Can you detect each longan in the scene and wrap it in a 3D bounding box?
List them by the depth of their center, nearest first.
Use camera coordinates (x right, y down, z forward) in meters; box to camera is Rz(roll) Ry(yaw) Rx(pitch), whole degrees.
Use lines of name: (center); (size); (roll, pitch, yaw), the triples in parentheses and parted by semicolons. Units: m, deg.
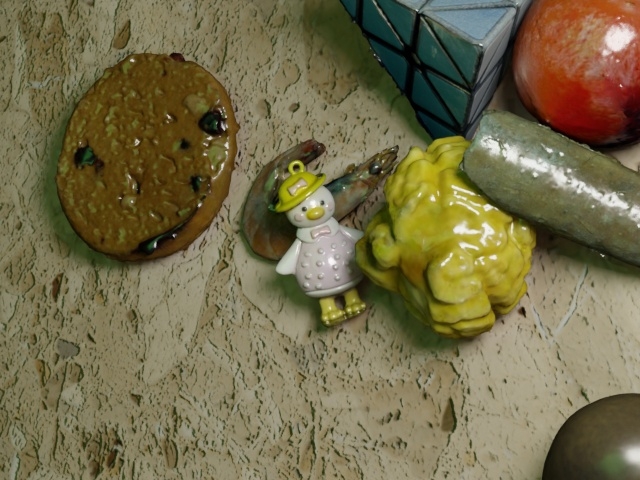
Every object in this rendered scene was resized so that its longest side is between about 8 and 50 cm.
longan: (0.319, 0.245, 1.523); (0.187, 0.167, 0.167); (-45, 56, 36)

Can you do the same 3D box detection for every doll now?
doll: (0.000, 0.000, 1.790); (0.129, 0.081, 0.207); (-20, 99, -6)

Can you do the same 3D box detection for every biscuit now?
biscuit: (-0.234, -0.112, 1.992); (0.296, 0.075, 0.296); (-6, 76, 24)

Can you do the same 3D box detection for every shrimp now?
shrimp: (-0.005, -0.072, 1.862); (0.251, 0.052, 0.144); (-28, 61, 21)

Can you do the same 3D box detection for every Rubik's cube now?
Rubik's cube: (0.153, -0.248, 1.689); (0.233, 0.228, 0.228); (-24, 64, 40)

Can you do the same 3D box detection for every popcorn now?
popcorn: (0.148, -0.006, 1.697); (0.200, 0.226, 0.203); (-35, 13, -16)

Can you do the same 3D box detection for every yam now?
yam: (0.280, -0.053, 1.601); (0.259, 0.106, 0.106); (25, 88, 5)

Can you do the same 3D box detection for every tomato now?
tomato: (0.317, -0.198, 1.621); (0.208, 0.208, 0.184); (-3, 69, 29)
